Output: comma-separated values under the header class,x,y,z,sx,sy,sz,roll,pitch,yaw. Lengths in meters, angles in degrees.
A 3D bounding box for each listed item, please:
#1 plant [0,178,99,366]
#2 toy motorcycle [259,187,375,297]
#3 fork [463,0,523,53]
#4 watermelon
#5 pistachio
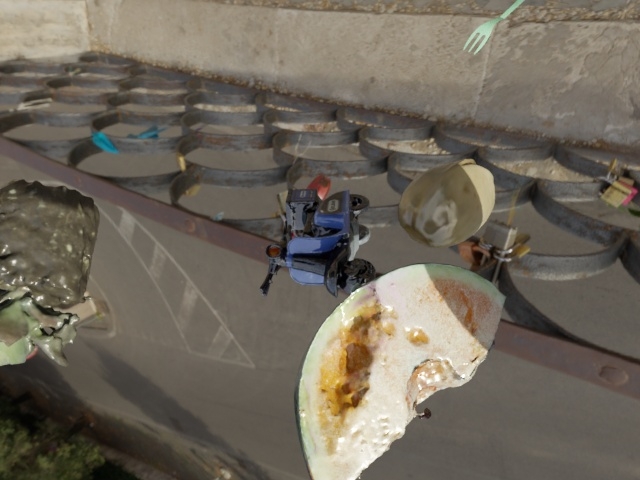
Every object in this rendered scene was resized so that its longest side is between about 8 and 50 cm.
class,x,y,z,sx,sy,sz,roll,pitch,yaw
plant,-0.324,0.040,0.495,0.143,0.203,0.131,22,151,-22
toy motorcycle,0.000,0.000,0.919,0.213,0.358,0.125,-2,120,4
fork,0.354,-0.433,0.834,0.235,0.039,0.021,146,131,-65
watermelon,0.069,0.144,0.593,0.175,0.322,0.188,60,158,3
pistachio,0.223,-0.067,0.770,0.138,0.238,0.153,43,126,19
